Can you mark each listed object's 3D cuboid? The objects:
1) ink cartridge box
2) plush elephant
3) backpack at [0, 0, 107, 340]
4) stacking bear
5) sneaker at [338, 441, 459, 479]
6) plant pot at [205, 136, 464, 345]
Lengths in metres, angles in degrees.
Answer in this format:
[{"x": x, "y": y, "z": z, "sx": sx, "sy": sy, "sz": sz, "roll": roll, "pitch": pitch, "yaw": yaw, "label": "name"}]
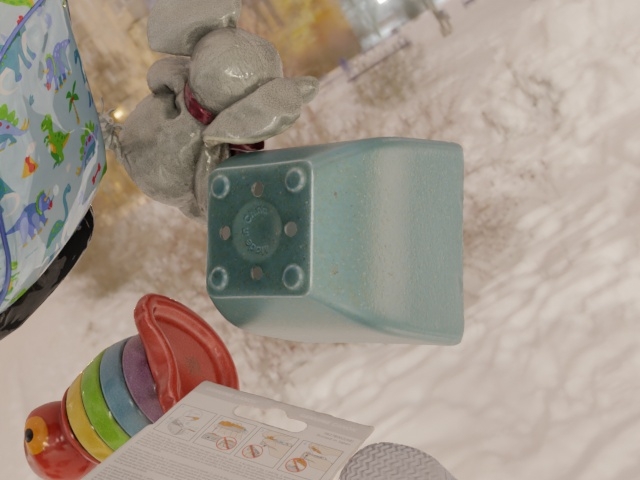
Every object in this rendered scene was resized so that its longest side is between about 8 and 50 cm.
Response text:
[{"x": -0.085, "y": 0.203, "z": 0.797, "sx": 0.181, "sy": 0.056, "sz": 0.225, "roll": 11, "pitch": 26, "yaw": 28, "label": "ink cartridge box"}, {"x": -0.123, "y": -0.168, "z": 1.279, "sx": 0.255, "sy": 0.271, "sz": 0.330, "roll": -32, "pitch": -22, "yaw": 25, "label": "plush elephant"}, {"x": -0.331, "y": -0.098, "z": 0.941, "sx": 0.274, "sy": 0.355, "sz": 0.290, "roll": -3, "pitch": 35, "yaw": 23, "label": "backpack"}, {"x": -0.261, "y": 0.216, "z": 1.289, "sx": 0.289, "sy": 0.175, "sz": 0.164, "roll": -32, "pitch": -25, "yaw": 21, "label": "stacking bear"}, {"x": 0.167, "y": 0.377, "z": 1.069, "sx": 0.137, "sy": 0.366, "sz": 0.210, "roll": -42, "pitch": -25, "yaw": -34, "label": "sneaker"}, {"x": 0.000, "y": 0.000, "z": 1.185, "sx": 0.248, "sy": 0.247, "sz": 0.252, "roll": -3, "pitch": -5, "yaw": 35, "label": "plant pot"}]
